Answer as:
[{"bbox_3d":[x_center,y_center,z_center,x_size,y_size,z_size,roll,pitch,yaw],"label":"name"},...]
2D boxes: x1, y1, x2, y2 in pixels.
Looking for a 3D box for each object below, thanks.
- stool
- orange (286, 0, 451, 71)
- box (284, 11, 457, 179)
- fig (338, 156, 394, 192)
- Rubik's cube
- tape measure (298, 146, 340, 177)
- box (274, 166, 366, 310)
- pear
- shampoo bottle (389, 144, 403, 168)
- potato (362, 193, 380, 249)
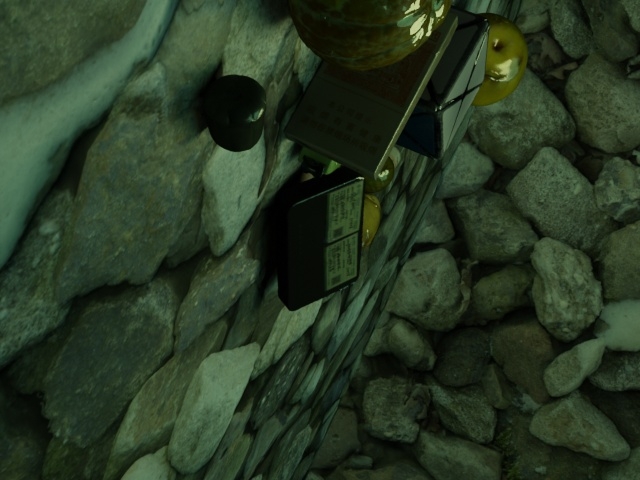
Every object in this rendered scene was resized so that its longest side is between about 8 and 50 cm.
[{"bbox_3d":[-0.131,-0.193,1.307,0.096,0.096,0.110,-58,168,-25],"label":"stool"},{"bbox_3d":[0.088,-0.431,1.369,0.329,0.249,0.329,-48,152,-35],"label":"orange"},{"bbox_3d":[0.102,-0.322,1.688,0.365,0.205,0.051,-62,166,-9],"label":"box"},{"bbox_3d":[0.095,-0.179,2.138,0.236,0.124,0.124,-4,120,-57],"label":"fig"},{"bbox_3d":[0.212,-0.372,1.895,0.254,0.259,0.260,-62,167,-15],"label":"Rubik's cube"},{"bbox_3d":[0.040,-0.234,1.817,0.175,0.106,0.200,-67,168,22],"label":"tape measure"},{"bbox_3d":[0.000,0.000,1.933,0.211,0.058,0.350,-24,139,-25],"label":"box"},{"bbox_3d":[0.484,-0.535,2.563,0.284,0.285,0.336,-65,168,4],"label":"pear"},{"bbox_3d":[0.196,-0.245,2.425,0.192,0.074,0.074,-55,163,-35],"label":"shampoo bottle"},{"bbox_3d":[0.060,-0.034,2.145,0.300,0.173,0.140,-39,108,-59],"label":"potato"}]
